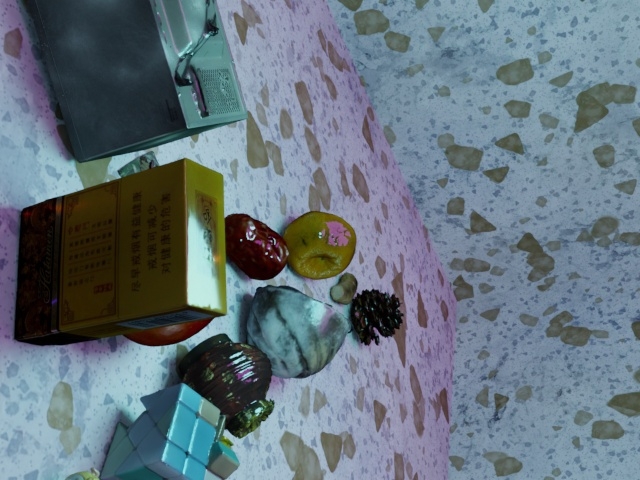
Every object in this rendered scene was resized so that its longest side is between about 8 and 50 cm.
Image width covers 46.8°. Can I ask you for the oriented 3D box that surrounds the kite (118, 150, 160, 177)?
[{"bbox_3d":[-0.414,-0.111,1.790,0.229,0.012,0.250,42,42,-52],"label":"kite"}]

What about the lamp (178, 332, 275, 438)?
[{"bbox_3d":[-0.217,0.344,1.724,0.247,0.246,0.247,44,40,-52],"label":"lamp"}]

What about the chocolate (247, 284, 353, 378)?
[{"bbox_3d":[-0.081,0.277,2.060,0.303,0.303,0.213,50,57,-48],"label":"chocolate"}]

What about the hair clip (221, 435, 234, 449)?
[{"bbox_3d":[-0.254,0.549,1.758,0.072,0.046,0.173,55,30,-36],"label":"hair clip"}]

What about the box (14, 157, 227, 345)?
[{"bbox_3d":[-0.363,0.031,1.314,0.115,0.415,0.265,21,59,-57],"label":"box"}]

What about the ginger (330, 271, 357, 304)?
[{"bbox_3d":[0.090,0.180,2.724,0.095,0.069,0.190,46,31,-8],"label":"ginger"}]

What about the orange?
[{"bbox_3d":[0.000,0.000,2.428,0.249,0.248,0.183,52,18,-45],"label":"orange"}]

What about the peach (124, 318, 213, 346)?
[{"bbox_3d":[-0.312,0.074,1.504,0.281,0.338,0.281,15,62,-29],"label":"peach"}]

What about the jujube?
[{"bbox_3d":[-0.189,0.015,2.066,0.230,0.155,0.155,46,37,-48],"label":"jujube"}]

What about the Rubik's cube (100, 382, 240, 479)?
[{"bbox_3d":[-0.289,0.442,1.502,0.213,0.224,0.265,47,36,-32],"label":"Rubik's cube"}]

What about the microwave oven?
[{"bbox_3d":[-0.380,-0.419,1.544,0.236,0.374,0.432,-29,106,-60],"label":"microwave oven"}]

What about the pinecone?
[{"bbox_3d":[0.215,0.281,2.793,0.221,0.221,0.222,44,40,-52],"label":"pinecone"}]

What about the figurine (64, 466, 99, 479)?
[{"bbox_3d":[-0.423,0.493,1.316,0.235,0.127,0.155,13,56,-71],"label":"figurine"}]
